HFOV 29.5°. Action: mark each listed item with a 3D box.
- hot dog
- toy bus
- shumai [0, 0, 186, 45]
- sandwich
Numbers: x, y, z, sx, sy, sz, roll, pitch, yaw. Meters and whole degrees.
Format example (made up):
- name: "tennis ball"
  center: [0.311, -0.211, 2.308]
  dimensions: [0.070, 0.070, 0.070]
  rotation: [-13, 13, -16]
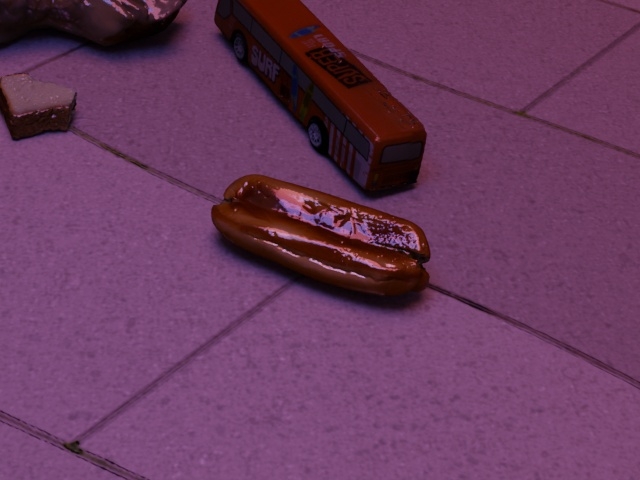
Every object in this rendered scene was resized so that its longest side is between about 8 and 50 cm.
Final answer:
- name: "hot dog"
  center: [0.000, 0.000, 1.321]
  dimensions: [0.250, 0.068, 0.100]
  rotation: [19, 54, 15]
- name: "toy bus"
  center: [-0.009, -0.210, 1.551]
  dimensions: [0.093, 0.092, 0.409]
  rotation: [-15, 46, -29]
- name: "shumai"
  center: [-0.344, -0.354, 1.650]
  dimensions: [0.283, 0.217, 0.346]
  rotation: [38, 53, -15]
- name: "sandwich"
  center: [-0.347, -0.170, 1.484]
  dimensions: [0.093, 0.035, 0.105]
  rotation: [-15, 44, -25]
